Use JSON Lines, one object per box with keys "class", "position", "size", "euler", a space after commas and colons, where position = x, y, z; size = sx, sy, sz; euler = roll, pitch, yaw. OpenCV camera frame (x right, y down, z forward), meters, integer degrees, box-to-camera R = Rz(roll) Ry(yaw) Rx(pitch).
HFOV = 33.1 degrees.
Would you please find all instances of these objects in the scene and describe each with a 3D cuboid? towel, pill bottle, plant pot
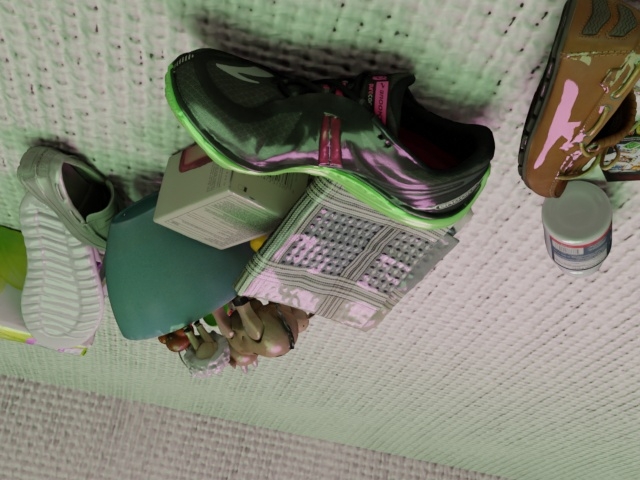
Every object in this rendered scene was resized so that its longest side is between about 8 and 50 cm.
{"class": "towel", "position": [0.063, 0.018, 1.743], "size": [0.324, 0.056, 0.312], "euler": [19, 120, -39]}
{"class": "pill bottle", "position": [0.411, -0.011, 1.717], "size": [0.107, 0.108, 0.180], "euler": [4, 158, 16]}
{"class": "plant pot", "position": [-0.276, 0.021, 1.950], "size": [0.290, 0.290, 0.196], "euler": [-10, 113, 42]}

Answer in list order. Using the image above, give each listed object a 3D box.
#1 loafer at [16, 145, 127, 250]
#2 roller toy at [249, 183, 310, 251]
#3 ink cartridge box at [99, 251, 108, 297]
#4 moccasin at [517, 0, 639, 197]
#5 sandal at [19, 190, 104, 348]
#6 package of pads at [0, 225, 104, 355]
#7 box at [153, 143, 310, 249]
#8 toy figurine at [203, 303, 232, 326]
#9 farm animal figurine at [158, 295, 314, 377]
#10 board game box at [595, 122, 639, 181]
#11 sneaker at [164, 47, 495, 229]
{"class": "loafer", "position": [-0.420, -0.065, 1.964], "size": [0.111, 0.112, 0.319], "euler": [8, 159, 31]}
{"class": "roller toy", "position": [0.000, 0.000, 1.881], "size": [0.209, 0.146, 0.191], "euler": [22, 155, -24]}
{"class": "ink cartridge box", "position": [-0.412, 0.043, 2.232], "size": [0.062, 0.109, 0.209], "euler": [16, 157, -15]}
{"class": "moccasin", "position": [0.340, -0.164, 1.355], "size": [0.146, 0.139, 0.380], "euler": [17, 150, 7]}
{"class": "sandal", "position": [-0.513, 0.050, 2.170], "size": [0.169, 0.102, 0.416], "euler": [8, 128, -3]}
{"class": "package of pads", "position": [-0.621, 0.114, 2.344], "size": [0.296, 0.229, 0.101], "euler": [17, 157, -15]}
{"class": "box", "position": [-0.145, -0.085, 1.763], "size": [0.148, 0.127, 0.232], "euler": [25, 155, -33]}
{"class": "toy figurine", "position": [-0.178, 0.106, 2.244], "size": [0.130, 0.173, 0.159], "euler": [-25, 156, 29]}
{"class": "farm animal figurine", "position": [-0.123, 0.154, 2.004], "size": [0.172, 0.330, 0.326], "euler": [63, 163, -12]}
{"class": "board game box", "position": [0.515, -0.125, 1.492], "size": [0.259, 0.030, 0.136], "euler": [-1, 154, 26]}
{"class": "sneaker", "position": [0.024, -0.172, 1.464], "size": [0.482, 0.185, 0.202], "euler": [15, 140, -21]}
